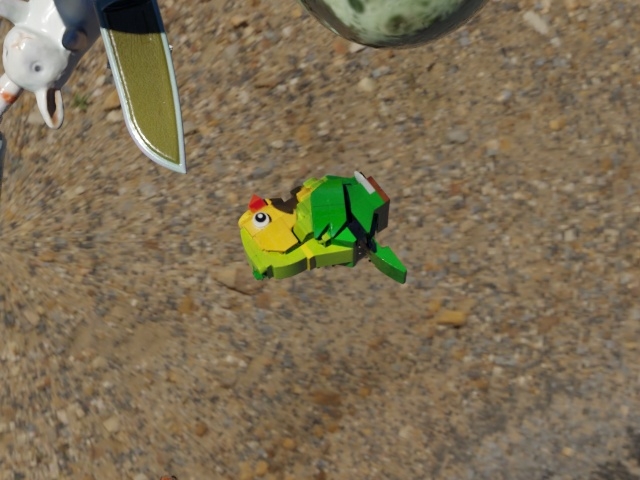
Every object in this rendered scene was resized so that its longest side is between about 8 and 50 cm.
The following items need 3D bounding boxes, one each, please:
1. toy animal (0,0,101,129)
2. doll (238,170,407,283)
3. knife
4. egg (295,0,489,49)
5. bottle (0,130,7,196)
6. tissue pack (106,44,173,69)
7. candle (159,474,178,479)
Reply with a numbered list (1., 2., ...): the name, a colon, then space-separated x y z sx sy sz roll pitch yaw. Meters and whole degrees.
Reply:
1. toy animal: -0.388 -0.278 1.535 0.140 0.138 0.282 28 81 17
2. doll: -0.001 -0.008 1.275 0.186 0.106 0.134 -6 68 -2
3. knife: -0.187 -0.223 1.063 0.061 0.027 0.343 -15 82 -7
4. egg: 0.043 -0.208 0.658 0.177 0.177 0.228 12 51 -17
5. bottle: -0.315 -0.069 0.999 0.060 0.060 0.217 8 123 -17
6. tissue pack: -0.250 -0.252 1.515 0.083 0.042 0.062 26 117 21
7. candle: -0.199 0.335 1.487 0.026 0.167 0.021 19 82 -11
